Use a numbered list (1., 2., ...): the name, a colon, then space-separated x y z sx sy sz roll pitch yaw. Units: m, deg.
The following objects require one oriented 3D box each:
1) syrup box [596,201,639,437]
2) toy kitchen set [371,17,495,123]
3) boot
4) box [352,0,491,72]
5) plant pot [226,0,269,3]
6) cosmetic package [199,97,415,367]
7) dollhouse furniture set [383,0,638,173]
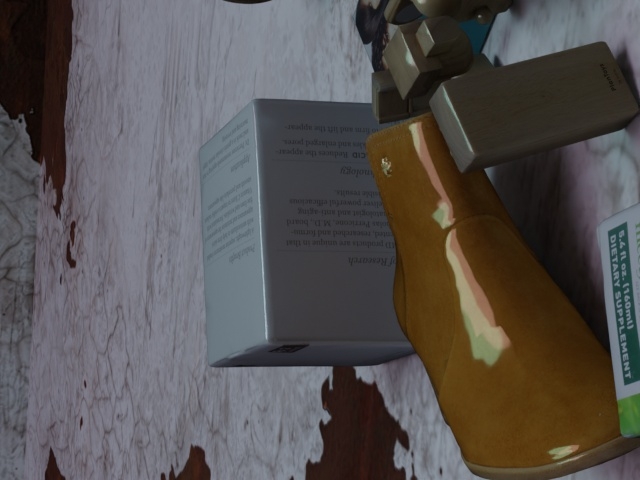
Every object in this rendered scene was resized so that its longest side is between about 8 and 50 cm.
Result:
1. syrup box: 0.200 0.007 0.569 0.237 0.096 0.093 143 125 -66
2. toy kitchen set: 0.084 -0.104 1.084 0.075 0.083 0.068 -117 19 -50
3. boot: 0.097 0.023 0.980 0.295 0.104 0.211 -169 61 -76
4. box: 0.093 -0.220 1.114 0.244 0.060 0.101 110 152 -42
5. plant pot: -0.052 -0.317 1.375 0.165 0.167 0.167 -45 48 53
6. cosmetic package: 0.000 0.000 1.230 0.151 0.151 0.184 152 116 -67
7. dollhouse furniture set: 0.106 -0.107 1.002 0.151 0.144 0.123 67 157 17
